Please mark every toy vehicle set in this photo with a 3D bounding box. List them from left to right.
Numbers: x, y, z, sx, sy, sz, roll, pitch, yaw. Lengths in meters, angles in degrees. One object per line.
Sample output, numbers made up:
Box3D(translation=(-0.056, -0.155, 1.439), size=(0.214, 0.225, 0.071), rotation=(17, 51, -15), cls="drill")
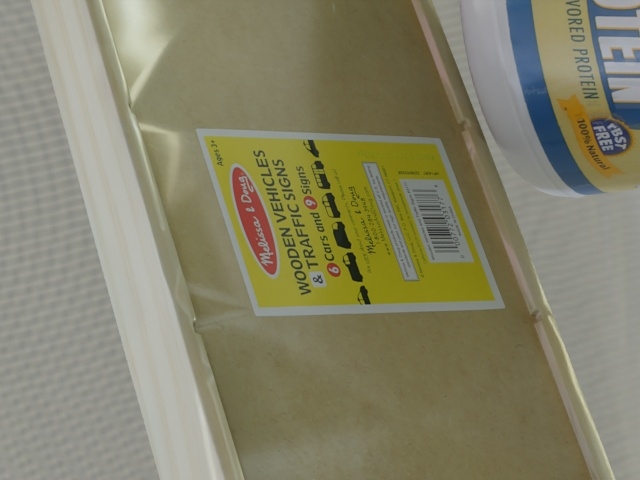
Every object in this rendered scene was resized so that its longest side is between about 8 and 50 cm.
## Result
Box3D(translation=(0.000, 0.000, 0.702), size=(0.166, 0.035, 0.267), rotation=(1, -120, -36), cls="toy vehicle set")

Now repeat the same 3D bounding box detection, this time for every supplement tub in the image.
Box3D(translation=(0.168, -0.097, 0.743), size=(0.144, 0.200, 0.144), rotation=(26, -120, -60), cls="supplement tub")
